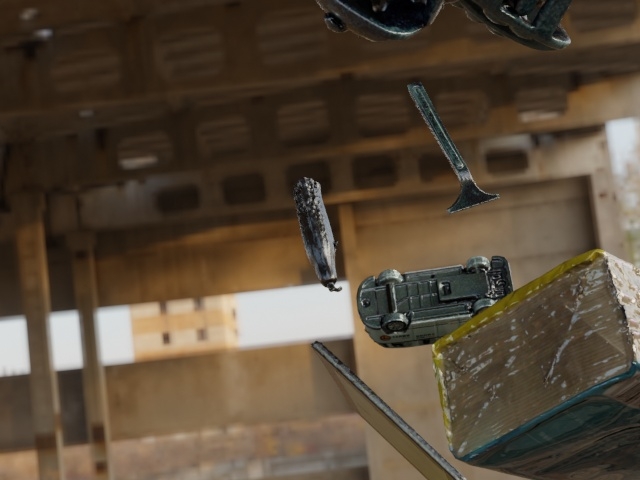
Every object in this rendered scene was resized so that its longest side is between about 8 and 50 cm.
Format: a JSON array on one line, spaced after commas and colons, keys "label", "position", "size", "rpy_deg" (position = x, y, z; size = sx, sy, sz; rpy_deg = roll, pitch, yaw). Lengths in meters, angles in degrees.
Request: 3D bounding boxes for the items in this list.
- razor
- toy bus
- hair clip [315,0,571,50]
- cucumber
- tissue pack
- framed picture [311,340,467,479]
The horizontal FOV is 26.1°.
[{"label": "razor", "position": [0.149, -0.120, 1.663], "size": [0.066, 0.190, 0.033], "rpy_deg": [-17, -31, -11]}, {"label": "toy bus", "position": [0.144, 0.083, 1.715], "size": [0.194, 0.087, 0.089], "rpy_deg": [-9, -37, 3]}, {"label": "hair clip", "position": [0.113, -0.278, 1.252], "size": [0.310, 0.206, 0.194], "rpy_deg": [-4, -48, -45]}, {"label": "cucumber", "position": [0.000, 0.000, 1.581], "size": [0.039, 0.163, 0.043], "rpy_deg": [-3, -34, -19]}, {"label": "tissue pack", "position": [0.251, 0.121, 1.184], "size": [0.192, 0.134, 0.271], "rpy_deg": [-32, -36, 32]}, {"label": "framed picture", "position": [0.108, 0.265, 1.852], "size": [0.016, 0.265, 0.347], "rpy_deg": [-45, -21, -7]}]
